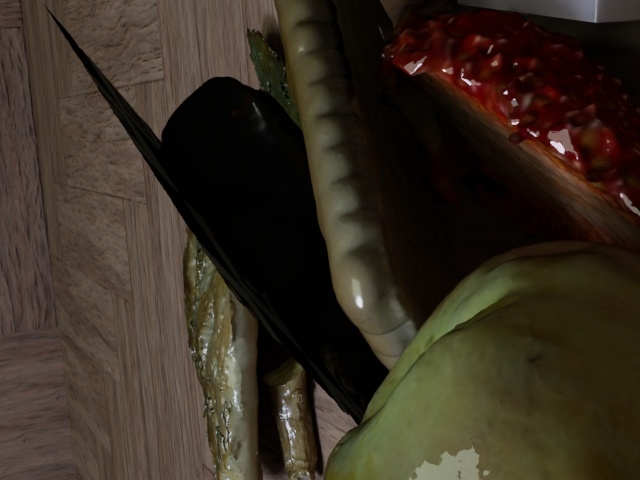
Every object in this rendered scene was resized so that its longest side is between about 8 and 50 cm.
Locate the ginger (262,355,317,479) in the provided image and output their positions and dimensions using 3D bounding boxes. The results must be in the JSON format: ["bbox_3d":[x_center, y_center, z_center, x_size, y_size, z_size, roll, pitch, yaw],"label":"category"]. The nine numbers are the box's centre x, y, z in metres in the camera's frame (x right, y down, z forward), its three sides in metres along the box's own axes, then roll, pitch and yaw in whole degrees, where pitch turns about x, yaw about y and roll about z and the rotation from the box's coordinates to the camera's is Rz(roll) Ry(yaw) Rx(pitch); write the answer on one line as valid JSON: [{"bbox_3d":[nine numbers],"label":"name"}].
[{"bbox_3d":[-0.027,0.164,1.097,0.057,0.044,0.137,-5,95,51],"label":"ginger"}]

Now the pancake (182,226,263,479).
[{"bbox_3d":[-0.100,0.102,1.197,0.356,0.065,0.356,177,90,-81],"label":"pancake"}]

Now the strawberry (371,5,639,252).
[{"bbox_3d":[0.124,-0.046,0.583,0.208,0.087,0.167,36,169,41],"label":"strawberry"}]

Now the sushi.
[{"bbox_3d":[0.000,0.000,0.788,0.296,0.100,0.373,52,180,40],"label":"sushi"}]

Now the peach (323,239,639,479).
[{"bbox_3d":[0.120,0.122,0.473,0.235,0.214,0.214,37,143,12],"label":"peach"}]

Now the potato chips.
[{"bbox_3d":[-0.029,-0.103,1.035,0.142,0.026,0.209,140,120,-63],"label":"potato chips"}]

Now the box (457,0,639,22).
[{"bbox_3d":[0.121,-0.179,0.579,0.129,0.051,0.130,-147,52,-63],"label":"box"}]

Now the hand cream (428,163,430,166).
[{"bbox_3d":[0.063,-0.050,0.812,0.165,0.037,0.057,-62,40,47],"label":"hand cream"}]

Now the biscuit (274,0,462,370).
[{"bbox_3d":[0.026,-0.060,0.669,0.217,0.044,0.325,51,-157,-58],"label":"biscuit"}]
